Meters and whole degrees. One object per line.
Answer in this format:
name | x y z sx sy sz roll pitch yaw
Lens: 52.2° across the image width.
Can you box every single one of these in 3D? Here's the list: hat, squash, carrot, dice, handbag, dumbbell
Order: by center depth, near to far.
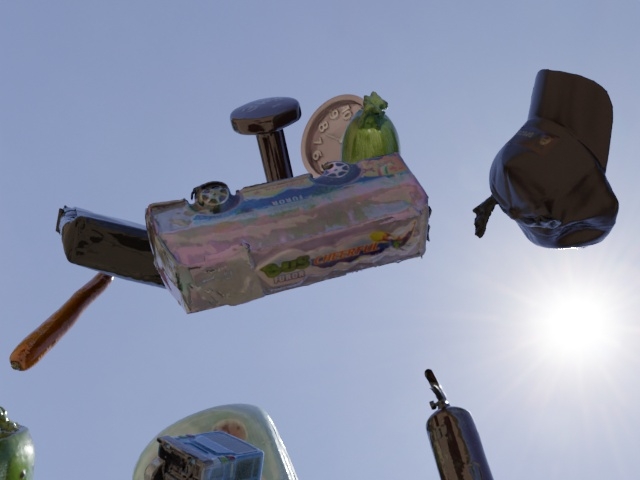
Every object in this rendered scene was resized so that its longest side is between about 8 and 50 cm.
handbag | -0.280 0.015 1.010 0.223 0.247 0.080 16 -90 66
carrot | -0.417 0.122 1.080 0.043 0.248 0.043 17 -46 18
squash | 0.084 -0.090 1.129 0.107 0.107 0.395 36 -29 24
hat | 0.374 -0.119 1.155 0.238 0.209 0.336 32 -41 59
dice | -0.170 0.478 1.192 0.264 0.263 0.268 76 -12 -49
dumbbell | -0.088 -0.159 1.276 0.124 0.140 0.225 20 -50 44

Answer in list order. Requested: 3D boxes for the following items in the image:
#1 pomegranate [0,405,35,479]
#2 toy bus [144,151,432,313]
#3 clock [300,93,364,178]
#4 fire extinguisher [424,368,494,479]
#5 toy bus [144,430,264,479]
pomegranate | -0.593 0.372 0.988 0.261 0.341 0.260 1 -84 13
toy bus | -0.034 -0.008 0.760 0.138 0.317 0.112 -122 -159 -50
clock | 0.053 -0.210 1.402 0.197 0.068 0.196 -11 -109 35
fire extinguisher | 0.191 0.304 0.885 0.072 0.089 0.267 -25 -136 14
toy bus | -0.157 0.382 0.861 0.116 0.134 0.233 8 -89 43
